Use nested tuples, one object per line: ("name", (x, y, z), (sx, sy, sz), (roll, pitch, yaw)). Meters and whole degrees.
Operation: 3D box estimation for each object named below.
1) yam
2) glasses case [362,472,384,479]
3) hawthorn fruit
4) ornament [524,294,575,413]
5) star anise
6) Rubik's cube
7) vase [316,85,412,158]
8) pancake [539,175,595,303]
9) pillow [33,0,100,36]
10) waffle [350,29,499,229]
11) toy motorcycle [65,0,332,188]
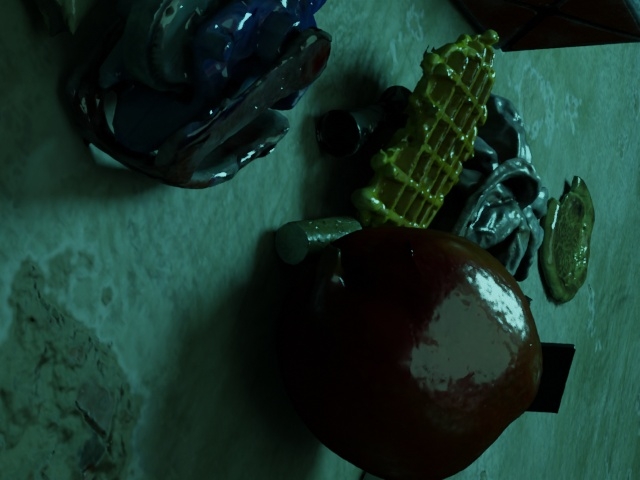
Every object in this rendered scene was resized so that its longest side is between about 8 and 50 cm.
("yam", (0.000, 0.000, 1.483), (0.132, 0.054, 0.054), (-6, 97, -60))
("glasses case", (0.090, 0.323, 1.621), (0.059, 0.092, 0.233), (63, 39, -38))
("hawthorn fruit", (0.090, 0.124, 1.438), (0.311, 0.295, 0.295), (-3, 94, -54))
("ornament", (0.263, 0.124, 1.891), (0.153, 0.166, 0.196), (93, 1, -45))
("star anise", (0.250, -0.030, 1.838), (0.316, 0.139, 0.359), (1, 90, -55))
("Rubik's cube", (0.336, -0.433, 1.850), (0.255, 0.259, 0.260), (34, 63, -58))
("vase", (0.060, -0.143, 1.574), (0.167, 0.059, 0.059), (-30, 117, -56))
("pancake", (0.426, 0.001, 2.267), (0.235, 0.029, 0.212), (-46, 132, -48))
("pillow", (-0.189, -0.288, 1.134), (0.229, 0.050, 0.148), (-56, 143, -48))
("waffle", (0.133, -0.116, 1.616), (0.300, 0.058, 0.281), (-56, 158, -24))
("toy motorcycle", (-0.099, -0.175, 1.223), (0.182, 0.241, 0.319), (48, 42, 5))
